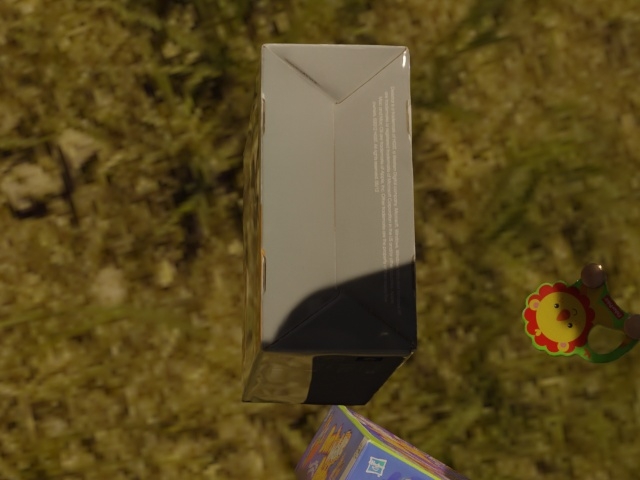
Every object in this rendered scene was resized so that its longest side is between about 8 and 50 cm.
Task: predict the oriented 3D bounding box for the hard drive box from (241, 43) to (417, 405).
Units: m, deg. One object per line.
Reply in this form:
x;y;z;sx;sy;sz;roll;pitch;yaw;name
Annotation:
0.000;0.000;1.059;0.232;0.089;0.181;109;-19;-76;hard drive box

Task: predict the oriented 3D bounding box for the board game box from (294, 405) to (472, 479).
0.105;0.236;1.404;0.233;0.347;0.078;30;87;-3;board game box

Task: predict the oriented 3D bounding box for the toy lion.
0.243;0.076;1.596;0.100;0.096;0.034;51;4;14;toy lion
